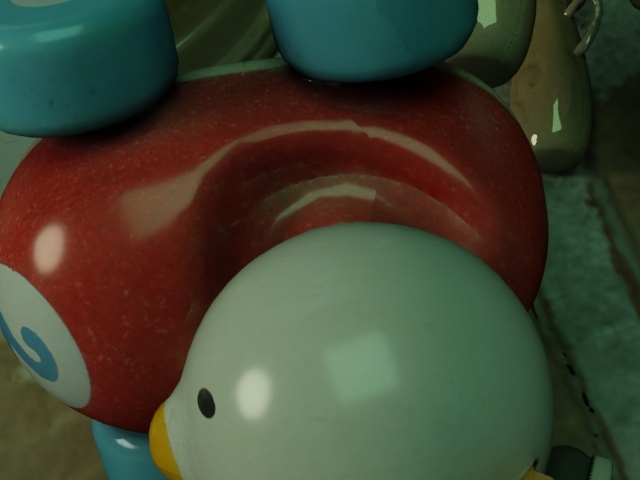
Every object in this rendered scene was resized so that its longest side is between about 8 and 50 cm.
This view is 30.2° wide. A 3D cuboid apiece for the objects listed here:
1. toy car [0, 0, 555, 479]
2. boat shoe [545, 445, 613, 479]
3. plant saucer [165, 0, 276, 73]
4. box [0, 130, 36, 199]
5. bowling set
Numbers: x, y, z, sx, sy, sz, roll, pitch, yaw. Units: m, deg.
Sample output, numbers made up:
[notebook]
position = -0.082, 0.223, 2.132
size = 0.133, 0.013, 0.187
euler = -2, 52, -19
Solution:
[toy car]
position = -0.012, 0.039, 0.387
size = 0.210, 0.219, 0.238
euler = -11, 32, 0
[boat shoe]
position = 0.000, 0.204, 0.398
size = 0.096, 0.112, 0.335
euler = 24, 69, 14
[plant saucer]
position = -0.147, -0.160, 0.670
size = 0.278, 0.041, 0.277
euler = -3, 59, 5
[box]
position = -0.178, -0.057, 0.565
size = 0.186, 0.038, 0.145
euler = -23, 101, -6
[bowling set]
position = 0.125, -0.123, 0.563
size = 0.200, 0.287, 0.154
euler = 19, 63, -32
